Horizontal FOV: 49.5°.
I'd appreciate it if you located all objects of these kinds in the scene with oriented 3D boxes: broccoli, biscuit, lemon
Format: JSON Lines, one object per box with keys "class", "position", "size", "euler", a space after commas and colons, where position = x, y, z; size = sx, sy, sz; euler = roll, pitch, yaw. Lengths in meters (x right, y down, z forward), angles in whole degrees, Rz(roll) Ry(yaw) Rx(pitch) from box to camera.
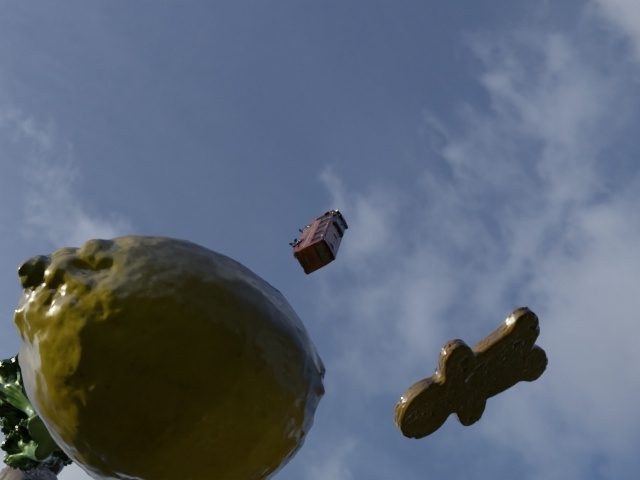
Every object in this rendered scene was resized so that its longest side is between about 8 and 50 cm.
{"class": "broccoli", "position": [-0.478, 0.300, 1.281], "size": [0.265, 0.245, 0.294], "euler": [33, -97, -18]}
{"class": "biscuit", "position": [0.249, 0.228, 1.167], "size": [0.302, 0.049, 0.196], "euler": [-30, -56, -13]}
{"class": "lemon", "position": [-0.157, 0.138, 0.736], "size": [0.316, 0.285, 0.285], "euler": [6, -64, -17]}

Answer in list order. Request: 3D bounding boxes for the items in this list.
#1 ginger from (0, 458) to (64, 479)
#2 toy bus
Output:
{"class": "ginger", "position": [-0.640, 0.593, 1.514], "size": [0.155, 0.244, 0.304], "euler": [13, -100, -6]}
{"class": "toy bus", "position": [0.000, 0.000, 1.494], "size": [0.096, 0.235, 0.073], "euler": [-24, -77, 17]}
